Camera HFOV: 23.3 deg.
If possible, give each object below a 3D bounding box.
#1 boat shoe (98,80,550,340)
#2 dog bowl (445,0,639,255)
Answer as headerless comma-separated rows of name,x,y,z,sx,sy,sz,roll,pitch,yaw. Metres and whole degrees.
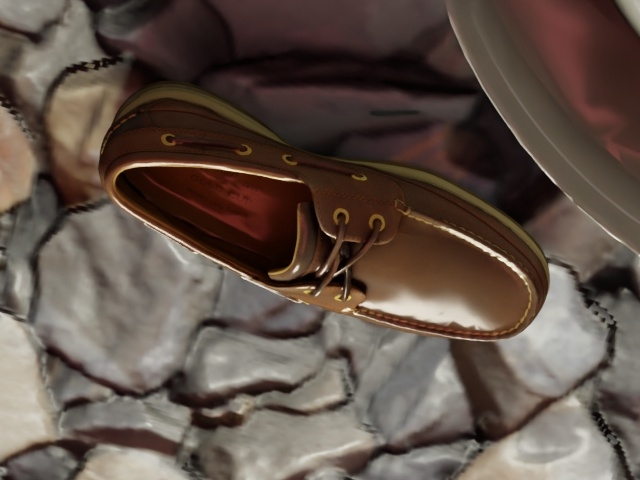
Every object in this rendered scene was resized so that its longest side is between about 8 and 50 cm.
boat shoe,0.000,0.000,0.576,0.178,0.060,0.064,22,114,-4
dog bowl,0.200,-0.144,0.469,0.349,0.102,0.349,2,114,5
